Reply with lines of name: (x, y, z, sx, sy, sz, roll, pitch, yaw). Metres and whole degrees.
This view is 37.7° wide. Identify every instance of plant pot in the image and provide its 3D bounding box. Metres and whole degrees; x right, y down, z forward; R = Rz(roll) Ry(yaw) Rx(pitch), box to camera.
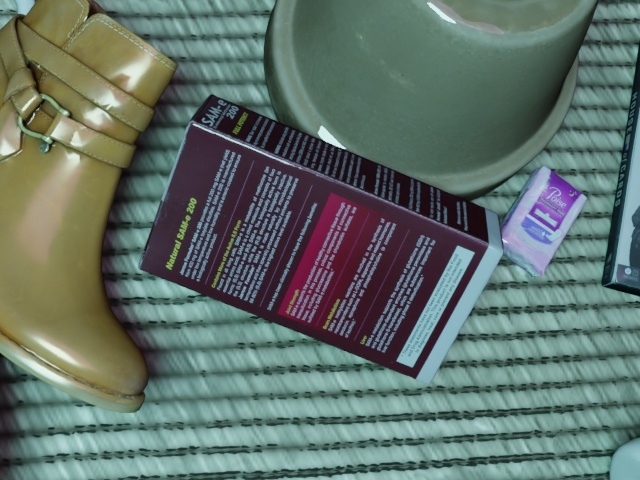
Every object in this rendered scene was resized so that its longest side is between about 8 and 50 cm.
plant pot: (0.095, -0.173, 0.705, 0.263, 0.229, 0.263, 1, 79, -8)

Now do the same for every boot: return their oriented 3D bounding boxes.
boot: (-0.169, -0.039, 0.670, 0.220, 0.109, 0.283, -47, 68, 2)

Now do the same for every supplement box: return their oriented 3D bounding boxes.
supplement box: (0.000, 0.000, 0.705, 0.239, 0.073, 0.130, 23, 116, -5)

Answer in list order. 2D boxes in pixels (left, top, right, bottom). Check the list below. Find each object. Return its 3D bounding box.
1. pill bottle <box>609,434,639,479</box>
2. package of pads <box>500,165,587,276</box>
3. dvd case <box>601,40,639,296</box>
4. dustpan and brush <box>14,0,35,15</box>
pill bottle: (0.365, 0.173, 0.727, 0.246, 0.136, 0.136, -22, 83, -13)
package of pads: (0.183, -0.015, 0.788, 0.050, 0.032, 0.083, 35, 76, -4)
dvd case: (0.351, -0.054, 0.824, 0.179, 0.029, 0.238, 15, 77, -6)
dustpan and brush: (-0.248, -0.239, 0.757, 0.147, 0.060, 0.211, -12, 75, -24)
